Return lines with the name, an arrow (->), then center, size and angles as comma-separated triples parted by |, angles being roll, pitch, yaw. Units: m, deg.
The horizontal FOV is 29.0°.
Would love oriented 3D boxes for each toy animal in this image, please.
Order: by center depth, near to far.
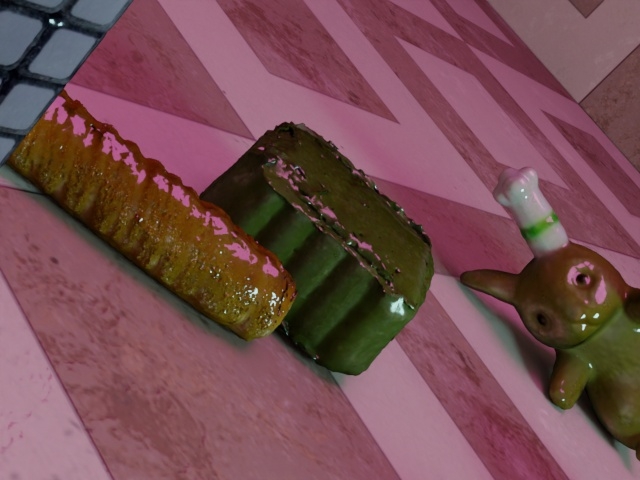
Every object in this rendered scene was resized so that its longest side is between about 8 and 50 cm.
toy animal -> 0.313, 0.093, 1.452 | 0.363, 0.181, 0.180 | 39, 12, -17

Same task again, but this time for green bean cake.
green bean cake -> 0.000, 0.000, 1.110 | 0.214, 0.113, 0.200 | 43, 21, -3

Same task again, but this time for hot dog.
hot dog -> -0.135, -0.026, 0.954 | 0.289, 0.068, 0.083 | 38, 55, -17

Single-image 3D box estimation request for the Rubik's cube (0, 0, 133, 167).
Rubik's cube -> -0.288, -0.166, 0.710 | 0.237, 0.237, 0.238 | 55, 23, 23
